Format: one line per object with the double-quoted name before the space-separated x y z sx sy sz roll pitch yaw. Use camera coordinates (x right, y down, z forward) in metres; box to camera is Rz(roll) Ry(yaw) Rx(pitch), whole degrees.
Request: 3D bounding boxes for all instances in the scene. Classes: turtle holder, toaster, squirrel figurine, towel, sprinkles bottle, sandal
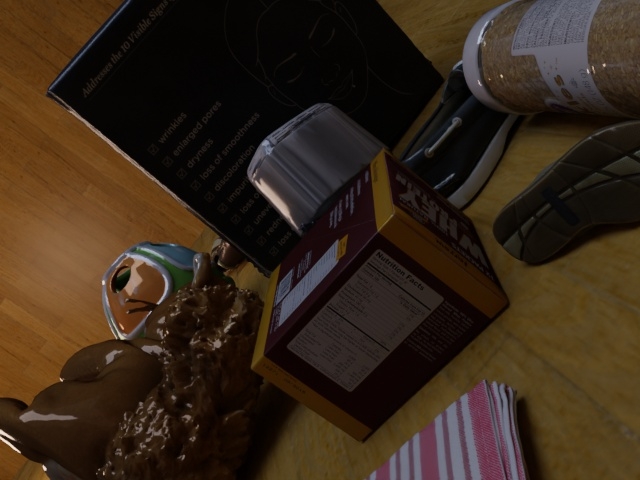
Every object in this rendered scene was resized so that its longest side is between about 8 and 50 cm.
"turtle holder" -0.288 0.107 1.359 0.243 0.227 0.320 -50 -4 34
"toaster" -0.007 -0.105 1.032 0.227 0.146 0.129 -41 -8 -36
"squirrel figurine" -0.186 0.193 0.936 0.397 0.281 0.370 -17 25 44
"towel" 0.068 0.197 0.457 0.197 0.029 0.144 -49 14 26
"sprinkles bottle" 0.238 -0.166 0.587 0.121 0.121 0.355 -52 14 4
"sandal" 0.207 -0.039 0.523 0.049 0.072 0.180 -36 -3 -37

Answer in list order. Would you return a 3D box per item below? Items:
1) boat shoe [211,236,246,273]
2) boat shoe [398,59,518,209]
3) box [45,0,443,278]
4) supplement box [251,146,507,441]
"boat shoe" -0.211 0.028 1.673 0.257 0.095 0.095 142 147 -64
"boat shoe" 0.192 -0.175 0.820 0.302 0.091 0.114 -60 16 -26
"box" -0.135 -0.280 1.209 0.480 0.472 0.297 -49 25 -3
"supplement box" 0.051 0.044 0.665 0.194 0.129 0.191 -48 14 20
